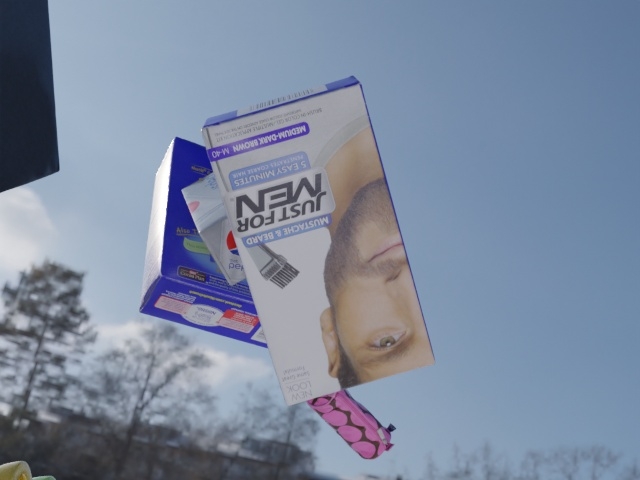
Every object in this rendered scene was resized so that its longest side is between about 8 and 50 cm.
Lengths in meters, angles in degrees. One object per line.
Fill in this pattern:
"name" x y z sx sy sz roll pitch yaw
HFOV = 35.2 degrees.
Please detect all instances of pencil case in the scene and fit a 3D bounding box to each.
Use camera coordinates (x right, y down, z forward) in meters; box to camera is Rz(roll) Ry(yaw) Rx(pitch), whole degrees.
"pencil case" 0.063 0.366 2.099 0.209 0.095 0.098 45 -15 -27

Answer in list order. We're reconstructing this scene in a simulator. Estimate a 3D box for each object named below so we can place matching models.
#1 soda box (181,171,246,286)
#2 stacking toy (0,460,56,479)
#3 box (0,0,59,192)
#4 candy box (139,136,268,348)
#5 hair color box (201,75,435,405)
"soda box" -0.130 -0.031 1.475 0.091 0.098 0.286 62 -3 -19
"stacking toy" -0.450 0.446 1.350 0.131 0.308 0.279 2 -10 -1
"box" -0.485 -0.206 0.993 0.396 0.293 0.212 9 20 23
"candy box" -0.158 0.005 1.736 0.268 0.317 0.122 19 -44 -21
"hair color box" 0.000 0.000 1.170 0.185 0.338 0.110 -16 14 1
